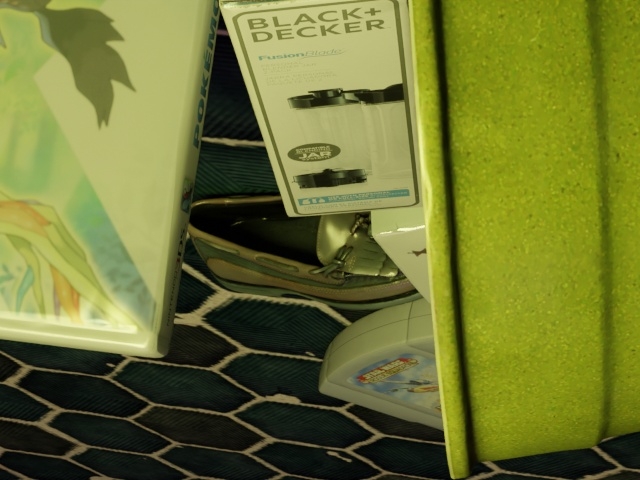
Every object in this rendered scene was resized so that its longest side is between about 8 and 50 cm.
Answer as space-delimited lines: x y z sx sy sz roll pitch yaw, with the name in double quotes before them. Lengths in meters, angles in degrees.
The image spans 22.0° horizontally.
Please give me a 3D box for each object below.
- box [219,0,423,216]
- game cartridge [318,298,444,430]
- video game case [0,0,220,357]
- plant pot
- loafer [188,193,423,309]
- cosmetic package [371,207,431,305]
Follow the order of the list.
"box" 0.007 -0.137 0.885 0.087 0.169 0.290 -3 160 5
"game cartridge" 0.124 0.128 1.668 0.198 0.062 0.297 15 158 -21
"video game case" -0.226 -0.098 0.960 0.329 0.300 0.036 6 172 11
"plant pot" 0.226 -0.079 0.795 0.353 0.366 0.366 -4 156 5
"loafer" 0.000 0.000 1.369 0.267 0.096 0.084 -3 148 34
"cosmetic package" 0.231 0.010 1.205 0.284 0.097 0.377 -14 150 18
